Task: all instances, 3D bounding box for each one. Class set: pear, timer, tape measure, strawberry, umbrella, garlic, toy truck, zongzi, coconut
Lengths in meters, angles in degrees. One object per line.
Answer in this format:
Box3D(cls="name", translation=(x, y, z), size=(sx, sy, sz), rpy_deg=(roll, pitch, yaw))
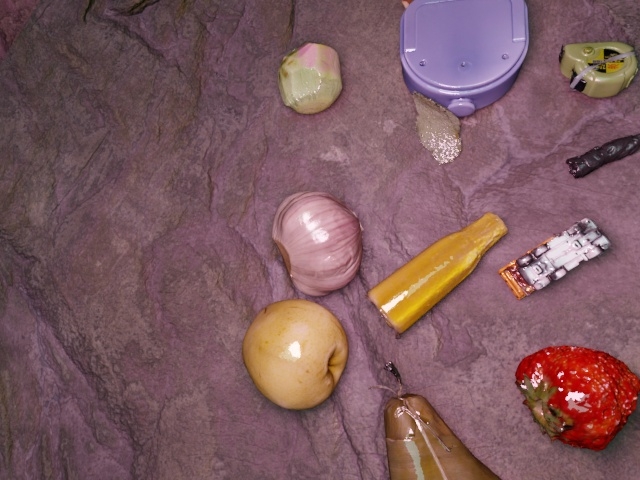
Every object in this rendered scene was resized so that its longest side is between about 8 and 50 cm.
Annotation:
Box3D(cls="pear", translation=(-0.075, 0.311, 1.248), size=(0.309, 0.309, 0.309), rpy_deg=(-2, 79, 13))
Box3D(cls="timer", translation=(0.430, -0.560, 1.352), size=(0.395, 0.173, 0.394), rpy_deg=(-2, 78, 11))
Box3D(cls="tape measure", translation=(0.817, -0.498, 1.287), size=(0.200, 0.106, 0.175), rpy_deg=(2, 66, 12))
Box3D(cls="strawberry", translation=(0.653, 0.375, 1.102), size=(0.277, 0.257, 0.257), rpy_deg=(-24, 75, -6))
Box3D(cls="umbrella", translation=(0.833, -0.250, 1.262), size=(0.236, 0.059, 0.066), rpy_deg=(-22, 97, 6))
Box3D(cls="garlic", translation=(0.000, 0.000, 1.300), size=(0.259, 0.317, 0.317), rpy_deg=(-27, 75, -5))
Box3D(cls="toy truck", translation=(0.641, 0.053, 1.216), size=(0.270, 0.135, 0.114), rpy_deg=(-34, 76, 10))
Box3D(cls="zongzi", translation=(0.350, 0.538, 1.188), size=(0.419, 0.181, 0.446), rpy_deg=(-6, 75, -3))
Box3D(cls="coconut", translation=(-0.034, -0.544, 1.447), size=(0.205, 0.236, 0.235), rpy_deg=(-7, 76, -23))

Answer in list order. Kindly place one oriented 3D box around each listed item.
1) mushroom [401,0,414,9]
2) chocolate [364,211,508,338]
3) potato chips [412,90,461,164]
Box3D(cls="mushroom", translation=(0.356, -0.895, 1.445), size=(0.233, 0.208, 0.301), rpy_deg=(4, 65, -27))
Box3D(cls="chocolate", translation=(0.348, 0.091, 1.276), size=(0.445, 0.162, 0.162), rpy_deg=(-38, 74, 0))
Box3D(cls="potato chips", translation=(0.353, -0.351, 1.362), size=(0.167, 0.228, 0.059), rpy_deg=(17, 47, 44))
